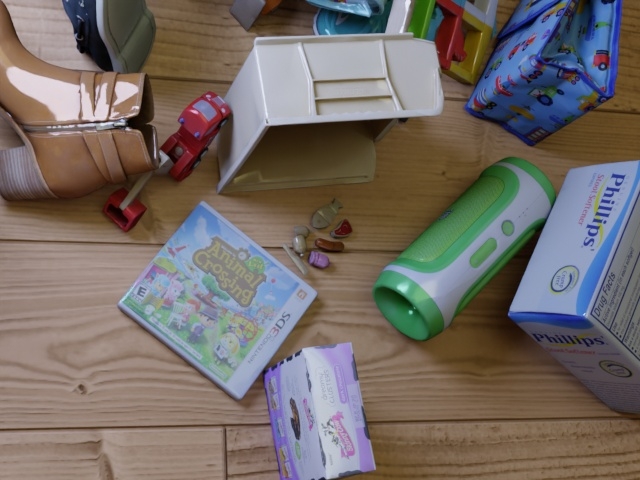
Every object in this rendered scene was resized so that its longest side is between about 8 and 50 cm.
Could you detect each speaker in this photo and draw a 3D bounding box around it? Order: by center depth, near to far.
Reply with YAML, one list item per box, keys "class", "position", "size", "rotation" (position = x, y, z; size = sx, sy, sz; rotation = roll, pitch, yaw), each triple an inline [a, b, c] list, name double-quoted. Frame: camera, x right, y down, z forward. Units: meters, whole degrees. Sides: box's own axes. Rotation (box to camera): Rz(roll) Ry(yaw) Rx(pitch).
- class: "speaker"
  position: [0.211, 0.009, 1.687]
  size: [0.131, 0.131, 0.296]
  rotation: [47, 66, -1]

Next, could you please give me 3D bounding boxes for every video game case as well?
- class: "video game case"
  position: [-0.138, 0.081, 1.610]
  size: [0.212, 0.023, 0.193]
  rotation: [39, 67, -5]

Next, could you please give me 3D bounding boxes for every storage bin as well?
- class: "storage bin"
  position: [0.004, -0.170, 1.599]
  size: [0.260, 0.262, 0.123]
  rotation: [-5, 75, -20]

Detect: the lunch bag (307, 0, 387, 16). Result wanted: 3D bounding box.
- class: "lunch bag"
  position: [0.002, -0.455, 1.625]
  size: [0.262, 0.160, 0.223]
  rotation: [21, 75, -17]

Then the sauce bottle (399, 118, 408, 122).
- class: "sauce bottle"
  position: [0.081, -0.222, 1.758]
  size: [0.128, 0.042, 0.042]
  rotation: [29, 68, -8]

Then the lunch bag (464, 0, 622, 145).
- class: "lunch bag"
  position: [0.366, -0.326, 1.784]
  size: [0.138, 0.221, 0.293]
  rotation: [26, 67, -14]

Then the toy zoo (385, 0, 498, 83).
- class: "toy zoo"
  position: [0.199, -0.350, 1.743]
  size: [0.293, 0.030, 0.192]
  rotation: [15, 90, -57]

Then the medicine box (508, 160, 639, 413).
- class: "medicine box"
  position: [0.450, 0.073, 1.693]
  size: [0.289, 0.149, 0.263]
  rotation: [40, 65, -29]

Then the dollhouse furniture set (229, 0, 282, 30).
- class: "dollhouse furniture set"
  position: [-0.070, -0.487, 1.729]
  size: [0.262, 0.135, 0.259]
  rotation: [-41, 91, -24]

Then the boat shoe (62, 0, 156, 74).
- class: "boat shoe"
  position: [-0.287, -0.322, 1.510]
  size: [0.113, 0.340, 0.127]
  rotation: [26, 76, 5]

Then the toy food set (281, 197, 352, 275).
- class: "toy food set"
  position: [0.000, 0.000, 1.683]
  size: [0.122, 0.019, 0.078]
  rotation: [-36, 89, -31]

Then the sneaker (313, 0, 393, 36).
- class: "sneaker"
  position: [0.105, -0.370, 1.770]
  size: [0.275, 0.110, 0.107]
  rotation: [-33, 88, -23]

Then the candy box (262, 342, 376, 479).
- class: "candy box"
  position: [-0.006, 0.231, 1.519]
  size: [0.070, 0.196, 0.164]
  rotation: [-6, 78, -20]

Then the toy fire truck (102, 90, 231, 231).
- class: "toy fire truck"
  position: [-0.207, -0.107, 1.576]
  size: [0.047, 0.192, 0.135]
  rotation: [42, 39, 4]

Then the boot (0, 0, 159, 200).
- class: "boot"
  position: [-0.333, -0.196, 1.511]
  size: [0.220, 0.109, 0.283]
  rotation: [-10, 90, 13]
